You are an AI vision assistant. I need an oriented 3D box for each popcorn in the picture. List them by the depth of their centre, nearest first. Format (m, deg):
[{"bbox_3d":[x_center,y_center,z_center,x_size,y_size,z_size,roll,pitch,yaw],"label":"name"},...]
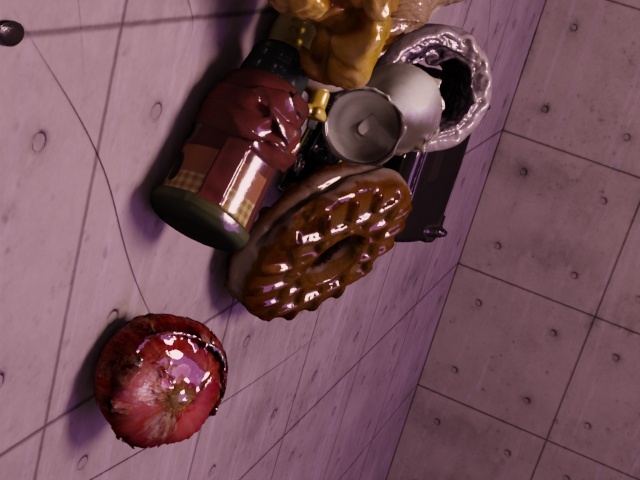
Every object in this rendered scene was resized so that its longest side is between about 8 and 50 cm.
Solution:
[{"bbox_3d":[0.029,-0.348,1.238,0.265,0.225,0.332,-13,110,-62],"label":"popcorn"}]

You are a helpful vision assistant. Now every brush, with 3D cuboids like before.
[{"bbox_3d":[-0.279,-0.181,0.897,0.024,0.008,0.083,-67,164,9],"label":"brush"}]

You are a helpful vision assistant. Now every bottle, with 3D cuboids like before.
[{"bbox_3d":[-0.099,-0.127,1.323,0.143,0.156,0.271,39,70,-39],"label":"bottle"}]

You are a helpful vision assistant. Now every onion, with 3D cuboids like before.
[{"bbox_3d":[-0.216,0.177,1.361,0.184,0.147,0.183,-5,101,-29],"label":"onion"}]

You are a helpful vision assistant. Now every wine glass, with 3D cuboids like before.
[{"bbox_3d":[0.093,-0.186,1.565,0.232,0.156,0.156,-38,146,-68],"label":"wine glass"}]

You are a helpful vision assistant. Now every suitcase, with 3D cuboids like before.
[{"bbox_3d":[0.178,-0.168,2.053,0.339,0.188,0.345,-4,115,-70],"label":"suitcase"}]

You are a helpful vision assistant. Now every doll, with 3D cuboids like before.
[{"bbox_3d":[-0.002,-0.312,1.415,0.117,0.141,0.296,-6,107,-53],"label":"doll"}]

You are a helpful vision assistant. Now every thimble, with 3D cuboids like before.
[{"bbox_3d":[0.167,-0.259,1.789,0.246,0.217,0.157,-24,-169,-13],"label":"thimble"}]

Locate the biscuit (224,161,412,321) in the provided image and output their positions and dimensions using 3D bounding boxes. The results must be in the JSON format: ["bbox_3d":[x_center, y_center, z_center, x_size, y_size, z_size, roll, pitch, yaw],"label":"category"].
[{"bbox_3d":[0.000,0.000,1.642,0.332,0.103,0.332,-31,156,-16],"label":"biscuit"}]

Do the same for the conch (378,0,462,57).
[{"bbox_3d":[0.108,-0.382,1.586,0.324,0.186,0.263,-37,167,-23],"label":"conch"}]

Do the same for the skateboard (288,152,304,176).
[{"bbox_3d":[-0.072,-0.128,1.497,0.151,0.080,0.067,48,58,-74],"label":"skateboard"}]

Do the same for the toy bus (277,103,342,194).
[{"bbox_3d":[0.006,-0.130,1.730,0.175,0.088,0.101,-64,163,-17],"label":"toy bus"}]
